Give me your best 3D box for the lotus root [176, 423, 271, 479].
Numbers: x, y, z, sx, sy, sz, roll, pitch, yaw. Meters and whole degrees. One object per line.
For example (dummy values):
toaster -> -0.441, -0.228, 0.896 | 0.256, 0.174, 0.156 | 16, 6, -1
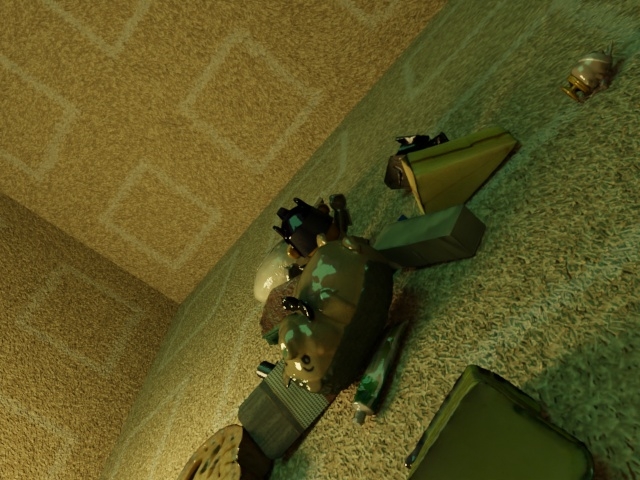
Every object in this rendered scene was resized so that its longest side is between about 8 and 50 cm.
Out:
lotus root -> -0.271, 0.617, 1.260 | 0.375, 0.111, 0.390 | -35, 18, 18

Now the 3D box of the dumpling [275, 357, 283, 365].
dumpling -> -0.043, 0.297, 1.425 | 0.332, 0.086, 0.166 | -47, -2, 25

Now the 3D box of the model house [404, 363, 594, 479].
model house -> 0.219, 0.287, 0.713 | 0.194, 0.170, 0.211 | -60, -12, 2

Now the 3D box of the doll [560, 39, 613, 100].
doll -> 0.563, -0.345, 1.110 | 0.127, 0.073, 0.084 | -51, 49, 22

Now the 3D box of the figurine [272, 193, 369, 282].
figurine -> 0.003, -0.003, 1.566 | 0.143, 0.308, 0.308 | -23, 34, 51

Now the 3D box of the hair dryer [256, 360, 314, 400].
hair dryer -> -0.104, 0.412, 1.318 | 0.173, 0.050, 0.194 | 18, 83, 32

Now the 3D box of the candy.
candy -> -0.095, 0.109, 1.749 | 0.295, 0.185, 0.295 | -46, -10, -11

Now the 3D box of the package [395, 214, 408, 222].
package -> 0.192, 0.018, 1.444 | 0.173, 0.027, 0.171 | -54, 17, 8

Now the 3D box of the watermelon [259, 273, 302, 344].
watermelon -> -0.054, 0.175, 1.426 | 0.146, 0.128, 0.231 | -32, 29, 36

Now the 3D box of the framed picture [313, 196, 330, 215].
framed picture -> -0.042, -0.040, 1.995 | 0.213, 0.016, 0.289 | -55, -10, -3

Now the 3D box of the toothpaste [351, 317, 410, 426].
toothpaste -> 0.122, 0.266, 1.117 | 0.078, 0.047, 0.248 | -31, 25, 55

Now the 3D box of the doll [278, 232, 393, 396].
doll -> 0.024, 0.163, 1.188 | 0.247, 0.247, 0.349 | -177, 103, -70

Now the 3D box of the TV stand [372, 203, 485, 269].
TV stand -> 0.238, -0.001, 1.233 | 0.269, 0.083, 0.088 | -16, 38, 58

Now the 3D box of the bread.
bread -> 0.352, -0.154, 1.335 | 0.264, 0.163, 0.167 | -17, 25, 10

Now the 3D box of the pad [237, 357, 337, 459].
pad -> -0.037, 0.408, 1.214 | 0.250, 0.055, 0.323 | -48, 40, -1

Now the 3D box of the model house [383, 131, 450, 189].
model house -> 0.292, -0.238, 1.574 | 0.164, 0.141, 0.203 | -38, 30, -29
